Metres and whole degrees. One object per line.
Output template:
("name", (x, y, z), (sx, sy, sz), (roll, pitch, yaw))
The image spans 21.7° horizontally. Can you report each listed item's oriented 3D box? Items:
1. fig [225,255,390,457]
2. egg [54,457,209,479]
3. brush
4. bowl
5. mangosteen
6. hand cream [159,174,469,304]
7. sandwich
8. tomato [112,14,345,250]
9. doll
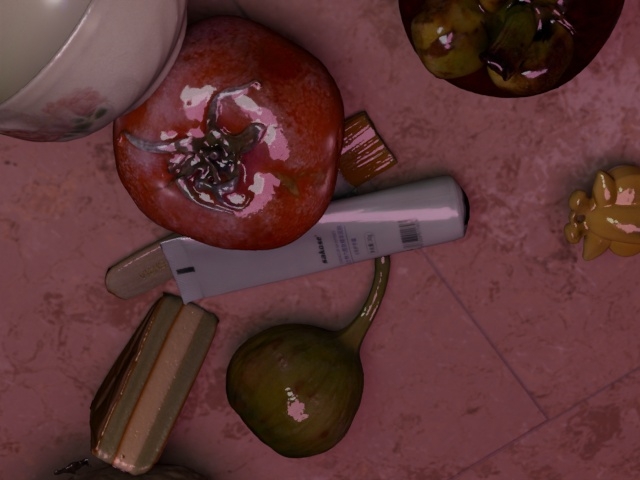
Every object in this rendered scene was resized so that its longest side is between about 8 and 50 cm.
("fig", (0.008, 0.116, 1.801), (0.149, 0.149, 0.245), (41, 88, -24))
("egg", (-0.224, 0.381, 1.819), (0.310, 0.279, 0.279), (-33, 118, -5))
("brush", (-0.081, -0.025, 1.750), (0.336, 0.020, 0.085), (-30, 118, 10))
("bowl", (-0.217, -0.202, 1.512), (0.145, 0.277, 0.277), (28, 113, -39))
("mangosteen", (0.169, -0.220, 1.537), (0.215, 0.257, 0.215), (9, 125, 13))
("hand cream", (0.000, 0.000, 1.743), (0.320, 0.067, 0.109), (-14, 142, 1))
("sandwich", (-0.175, 0.155, 1.785), (0.079, 0.113, 0.163), (29, 111, -20))
("tomato", (-0.086, -0.107, 1.611), (0.232, 0.188, 0.232), (1, 104, 4))
("doll", (0.398, -0.028, 1.766), (0.291, 0.086, 0.117), (-2, 114, -8))
